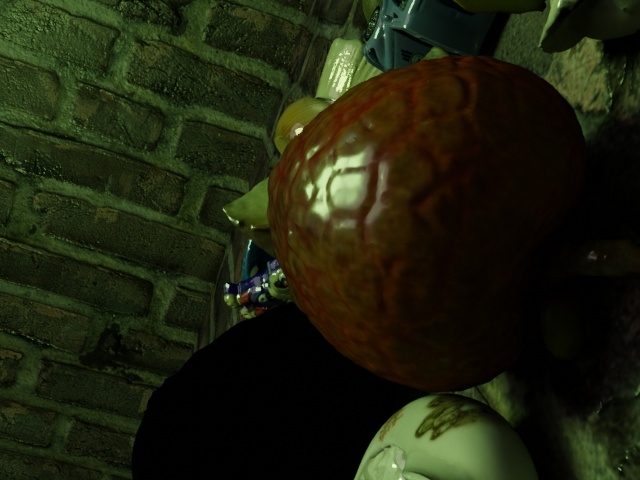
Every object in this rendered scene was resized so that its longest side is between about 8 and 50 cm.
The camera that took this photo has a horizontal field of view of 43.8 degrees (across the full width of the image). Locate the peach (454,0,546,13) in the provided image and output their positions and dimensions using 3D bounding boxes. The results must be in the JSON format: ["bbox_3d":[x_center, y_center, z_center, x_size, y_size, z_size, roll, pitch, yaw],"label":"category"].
[{"bbox_3d":[0.157,-0.322,0.666,0.267,0.153,0.159,115,137,-67],"label":"peach"}]

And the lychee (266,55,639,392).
[{"bbox_3d":[0.094,-0.012,0.593,0.255,0.299,0.255,-49,-31,-44],"label":"lychee"}]

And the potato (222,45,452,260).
[{"bbox_3d":[0.079,-0.066,0.793,0.112,0.269,0.255,40,101,38],"label":"potato"}]

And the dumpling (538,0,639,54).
[{"bbox_3d":[0.228,-0.224,0.603,0.150,0.092,0.177,-64,-11,-80],"label":"dumpling"}]

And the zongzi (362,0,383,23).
[{"bbox_3d":[0.140,-0.404,1.148,0.286,0.138,0.300,-175,88,-69],"label":"zongzi"}]

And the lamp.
[{"bbox_3d":[-0.046,0.212,0.852,0.305,0.240,0.305,-37,-13,-10],"label":"lamp"}]

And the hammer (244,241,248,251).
[{"bbox_3d":[-0.045,-0.030,1.448,0.288,0.111,0.033,-53,21,36],"label":"hammer"}]

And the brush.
[{"bbox_3d":[0.049,-0.146,1.131,0.166,0.174,0.267,-57,-14,-12],"label":"brush"}]

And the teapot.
[{"bbox_3d":[0.068,0.215,0.585,0.298,0.139,0.204,131,151,-60],"label":"teapot"}]

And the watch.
[{"bbox_3d":[-0.036,0.026,1.186,0.196,0.171,0.200,-34,43,32],"label":"watch"}]

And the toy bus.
[{"bbox_3d":[0.157,-0.309,0.910,0.133,0.125,0.292,-98,29,-61],"label":"toy bus"}]
